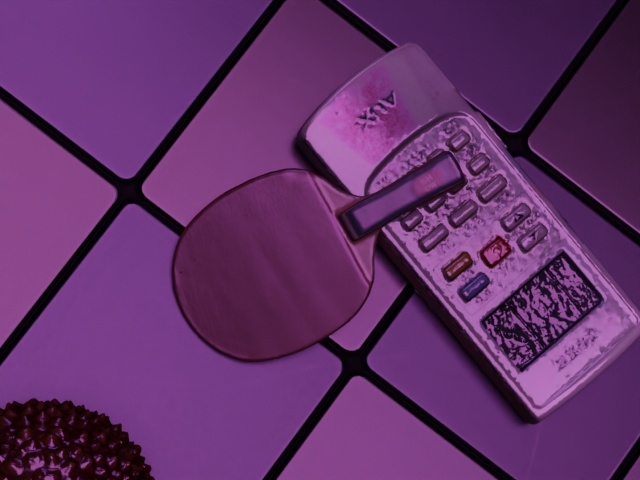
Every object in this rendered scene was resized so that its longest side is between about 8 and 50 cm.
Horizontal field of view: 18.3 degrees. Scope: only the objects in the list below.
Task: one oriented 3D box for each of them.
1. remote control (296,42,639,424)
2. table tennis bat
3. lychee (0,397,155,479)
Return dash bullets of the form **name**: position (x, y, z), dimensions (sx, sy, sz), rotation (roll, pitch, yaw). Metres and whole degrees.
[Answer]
- **remote control**: position (0.132, -0.009, 1.766), dimensions (0.145, 0.050, 0.344), rotation (-40, 90, -11)
- **table tennis bat**: position (0.000, 0.000, 1.727), dimensions (0.274, 0.021, 0.154), rotation (-29, 89, 5)
- **lychee**: position (-0.219, 0.214, 1.623), dimensions (0.188, 0.188, 0.188), rotation (1, 82, -8)
